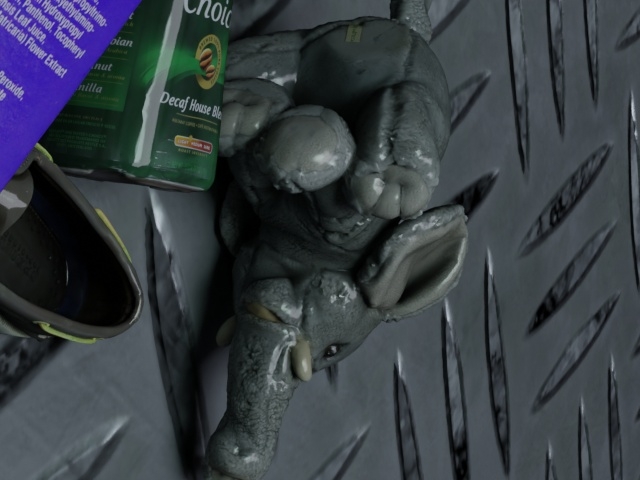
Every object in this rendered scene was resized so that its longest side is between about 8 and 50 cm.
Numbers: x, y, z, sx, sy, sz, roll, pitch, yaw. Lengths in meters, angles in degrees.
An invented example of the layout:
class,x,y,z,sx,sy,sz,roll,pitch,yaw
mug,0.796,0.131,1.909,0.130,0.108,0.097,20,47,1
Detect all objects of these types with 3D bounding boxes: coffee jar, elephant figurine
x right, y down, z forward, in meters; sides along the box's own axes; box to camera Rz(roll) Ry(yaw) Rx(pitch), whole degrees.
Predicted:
class,x,y,z,sx,sy,sz,roll,pitch,yaw
coffee jar,-0.086,-0.120,0.856,0.096,0.079,0.184,9,89,-61
elephant figurine,0.000,0.000,1.002,0.169,0.186,0.239,-114,-162,-49

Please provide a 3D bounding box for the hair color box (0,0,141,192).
class,x,y,z,sx,sy,sz,roll,pitch,yaw
hair color box,-0.124,-0.157,0.564,0.338,0.185,0.110,-55,146,-4

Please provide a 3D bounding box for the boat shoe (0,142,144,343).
class,x,y,z,sx,sy,sz,roll,pitch,yaw
boat shoe,-0.155,-0.021,0.768,0.228,0.069,0.081,50,54,-54
